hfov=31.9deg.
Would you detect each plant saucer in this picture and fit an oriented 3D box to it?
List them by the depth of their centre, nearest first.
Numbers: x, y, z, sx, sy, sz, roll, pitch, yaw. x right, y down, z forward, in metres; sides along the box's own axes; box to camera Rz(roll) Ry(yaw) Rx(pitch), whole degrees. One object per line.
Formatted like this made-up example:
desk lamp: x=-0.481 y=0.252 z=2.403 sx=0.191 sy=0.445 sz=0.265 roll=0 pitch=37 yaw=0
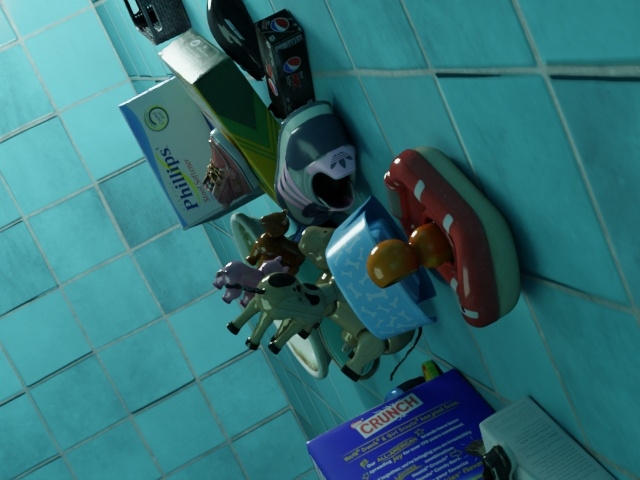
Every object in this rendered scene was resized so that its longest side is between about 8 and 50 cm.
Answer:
plant saucer: x=-0.058 y=0.102 z=2.399 sx=0.400 sy=0.101 sz=0.400 roll=57 pitch=167 yaw=22

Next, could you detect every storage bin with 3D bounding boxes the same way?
storage bin: x=-0.347 y=-0.490 z=2.323 sx=0.180 sy=0.084 sz=0.122 roll=45 pitch=160 yaw=57

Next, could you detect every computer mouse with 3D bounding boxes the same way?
computer mouse: x=-0.122 y=-0.314 z=1.819 sx=0.262 sy=0.060 sz=0.184 roll=62 pitch=169 yaw=-3

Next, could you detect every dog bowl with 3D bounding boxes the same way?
dog bowl: x=0.079 y=0.038 z=1.481 sx=0.166 sy=0.074 sz=0.297 roll=56 pitch=-169 yaw=-6

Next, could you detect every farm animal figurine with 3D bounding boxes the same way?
farm animal figurine: x=0.015 y=0.072 z=1.665 sx=0.327 sy=0.172 sz=0.330 roll=35 pitch=-162 yaw=-14

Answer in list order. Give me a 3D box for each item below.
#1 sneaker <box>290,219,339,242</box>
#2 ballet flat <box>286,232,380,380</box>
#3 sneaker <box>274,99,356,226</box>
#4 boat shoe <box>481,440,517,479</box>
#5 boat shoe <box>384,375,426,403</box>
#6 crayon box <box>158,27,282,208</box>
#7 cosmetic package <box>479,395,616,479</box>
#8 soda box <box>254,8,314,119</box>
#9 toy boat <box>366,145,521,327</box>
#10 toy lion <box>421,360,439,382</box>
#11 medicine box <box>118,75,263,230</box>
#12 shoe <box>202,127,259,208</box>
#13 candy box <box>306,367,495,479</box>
sneaker: x=0.000 y=0.000 z=1.975 sx=0.090 sy=0.081 sz=0.232 roll=29 pitch=-174 yaw=-2
ballet flat: x=0.033 y=0.122 z=2.115 sx=0.316 sy=0.108 sz=0.106 roll=64 pitch=-171 yaw=18
sneaker: x=0.000 y=-0.077 z=1.716 sx=0.131 sy=0.112 sz=0.319 roll=59 pitch=170 yaw=23
boat shoe: x=0.220 y=0.296 z=1.401 sx=0.046 sy=0.038 sz=0.125 roll=55 pitch=164 yaw=32
boat shoe: x=0.187 y=0.350 z=1.971 sx=0.109 sy=0.089 sz=0.258 roll=34 pitch=147 yaw=40
crayon box: x=-0.135 y=-0.204 z=1.959 sx=0.323 sy=0.083 sz=0.203 roll=54 pitch=174 yaw=-34
cosmetic package: x=0.299 y=0.310 z=1.397 sx=0.231 sy=0.086 sz=0.117 roll=44 pitch=158 yaw=51
soda box: x=-0.052 y=-0.259 z=1.662 sx=0.060 sy=0.053 sz=0.169 roll=55 pitch=166 yaw=32
toy boat: x=0.123 y=0.009 z=1.286 sx=0.231 sy=0.151 sz=0.151 roll=52 pitch=165 yaw=40
toy lion: x=0.193 y=0.248 z=1.844 sx=0.100 sy=0.034 sz=0.096 roll=79 pitch=167 yaw=-55
medicine box: x=-0.236 y=-0.177 z=2.198 sx=0.263 sy=0.149 sz=0.289 roll=62 pitch=-172 yaw=-1
shoe: x=-0.169 y=-0.118 z=1.926 sx=0.063 sy=0.081 sz=0.178 roll=48 pitch=175 yaw=29
candy box: x=0.171 y=0.365 z=1.610 sx=0.317 sy=0.268 sz=0.122 roll=50 pitch=160 yaw=47
